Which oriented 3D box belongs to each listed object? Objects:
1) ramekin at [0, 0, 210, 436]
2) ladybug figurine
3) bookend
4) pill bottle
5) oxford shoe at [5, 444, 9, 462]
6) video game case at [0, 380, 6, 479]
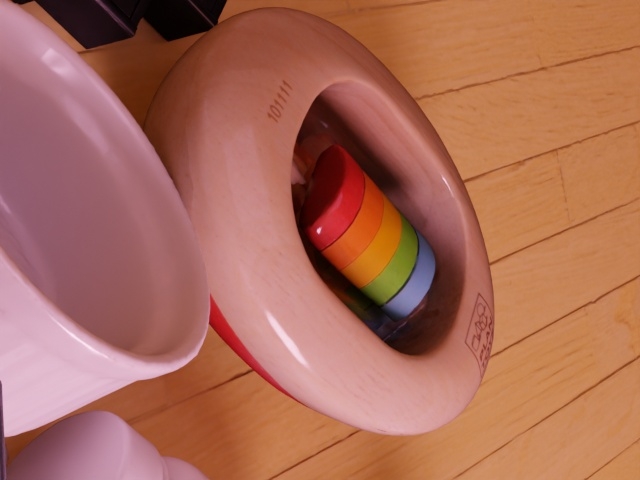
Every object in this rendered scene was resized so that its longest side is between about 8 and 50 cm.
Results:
[{"bbox_3d":[-0.206,-0.010,0.811,0.277,0.135,0.277,50,19,-25],"label":"ramekin"},{"bbox_3d":[0.000,0.000,1.091,0.449,0.162,0.305,49,47,-36],"label":"ladybug figurine"},{"bbox_3d":[-0.143,-0.209,1.031,0.156,0.072,0.157,45,54,-36],"label":"bookend"},{"bbox_3d":[-0.110,0.262,0.942,0.283,0.160,0.160,52,50,-31],"label":"pill bottle"},{"bbox_3d":[-0.300,0.249,0.746,0.146,0.140,0.397,50,51,-36],"label":"oxford shoe"},{"bbox_3d":[-0.294,0.175,0.634,0.274,0.026,0.196,-1,82,-28],"label":"video game case"}]
